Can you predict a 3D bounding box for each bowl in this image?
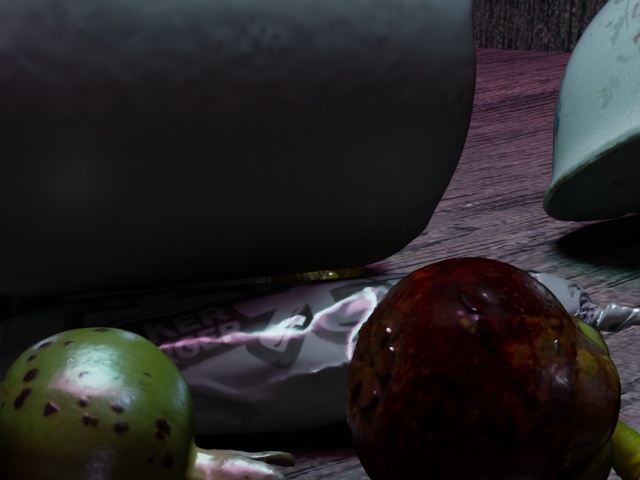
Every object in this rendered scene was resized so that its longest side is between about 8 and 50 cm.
[{"bbox_3d":[0.384,-0.183,1.613,0.435,0.196,0.435,-16,-13,-4],"label":"bowl"}]

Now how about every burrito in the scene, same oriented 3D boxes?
[{"bbox_3d":[-0.008,0.074,1.125,0.446,0.101,0.139,-6,1,-2],"label":"burrito"}]

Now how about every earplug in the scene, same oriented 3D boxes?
[{"bbox_3d":[-0.142,-0.121,1.140,0.394,0.312,0.313,-5,11,-37],"label":"earplug"}]

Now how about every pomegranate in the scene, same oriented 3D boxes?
[{"bbox_3d":[-0.101,0.114,0.916,0.159,0.129,0.129,19,3,-23],"label":"pomegranate"}]

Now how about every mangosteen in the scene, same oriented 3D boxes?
[{"bbox_3d":[0.104,0.079,0.958,0.181,0.145,0.156,-6,10,-16],"label":"mangosteen"}]

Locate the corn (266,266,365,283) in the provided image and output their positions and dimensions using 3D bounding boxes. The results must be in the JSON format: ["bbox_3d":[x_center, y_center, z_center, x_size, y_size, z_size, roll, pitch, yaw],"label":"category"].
[{"bbox_3d":[0.000,0.000,1.487,0.097,0.097,0.261,0,13,11],"label":"corn"}]

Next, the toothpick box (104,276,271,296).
[{"bbox_3d":[-0.124,0.026,1.377,0.098,0.098,0.149,-13,17,-41],"label":"toothpick box"}]

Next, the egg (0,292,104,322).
[{"bbox_3d":[-0.263,0.013,1.307,0.231,0.169,0.169,16,20,30],"label":"egg"}]
